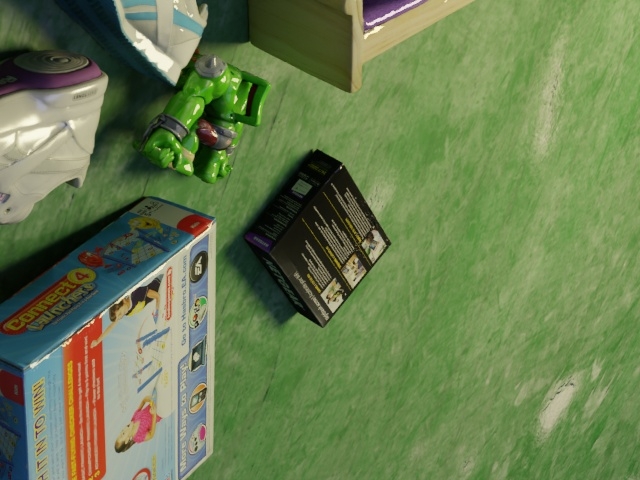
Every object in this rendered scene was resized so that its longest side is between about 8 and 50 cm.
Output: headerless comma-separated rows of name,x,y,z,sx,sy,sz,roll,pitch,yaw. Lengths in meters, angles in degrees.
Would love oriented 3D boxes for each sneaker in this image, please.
sneaker,-0.174,-0.229,1.596,0.092,0.087,0.229,-61,154,-11
sneaker,-0.301,-0.064,1.515,0.305,0.114,0.152,-20,128,-44

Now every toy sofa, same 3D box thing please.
toy sofa,0.096,-0.313,1.814,0.362,0.150,0.177,-32,138,-35

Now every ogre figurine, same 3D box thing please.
ogre figurine,-0.108,-0.119,1.740,0.197,0.097,0.118,22,97,-55

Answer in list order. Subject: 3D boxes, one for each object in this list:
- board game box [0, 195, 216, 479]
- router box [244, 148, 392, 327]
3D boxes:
board game box,-0.222,0.159,1.753,0.302,0.086,0.308,-40,142,-47
router box,0.000,0.000,2.011,0.133,0.046,0.179,-51,144,-13
